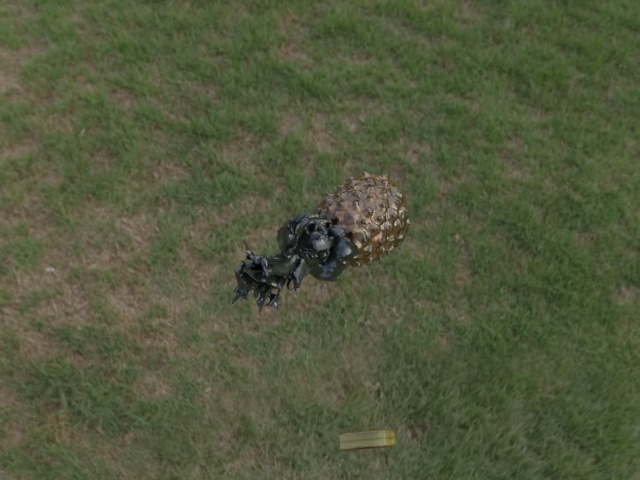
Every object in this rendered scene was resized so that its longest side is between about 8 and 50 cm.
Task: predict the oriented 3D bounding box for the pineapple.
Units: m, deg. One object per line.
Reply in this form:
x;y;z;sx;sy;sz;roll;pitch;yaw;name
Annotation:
0.000;0.000;0.792;0.251;0.125;0.125;-28;57;-35;pineapple

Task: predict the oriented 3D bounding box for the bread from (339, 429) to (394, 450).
0.090;0.386;1.285;0.094;0.090;0.035;-9;72;16;bread
